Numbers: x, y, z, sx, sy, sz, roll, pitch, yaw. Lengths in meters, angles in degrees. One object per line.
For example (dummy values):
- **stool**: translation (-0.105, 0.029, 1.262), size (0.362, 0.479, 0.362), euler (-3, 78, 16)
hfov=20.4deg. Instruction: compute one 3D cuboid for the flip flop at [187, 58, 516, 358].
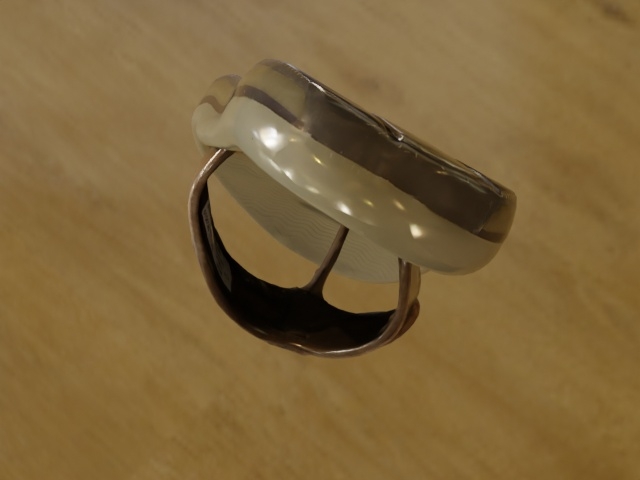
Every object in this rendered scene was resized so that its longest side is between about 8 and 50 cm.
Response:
- **flip flop**: translation (0.000, 0.000, 0.594), size (0.112, 0.277, 0.080), euler (24, 89, -5)
